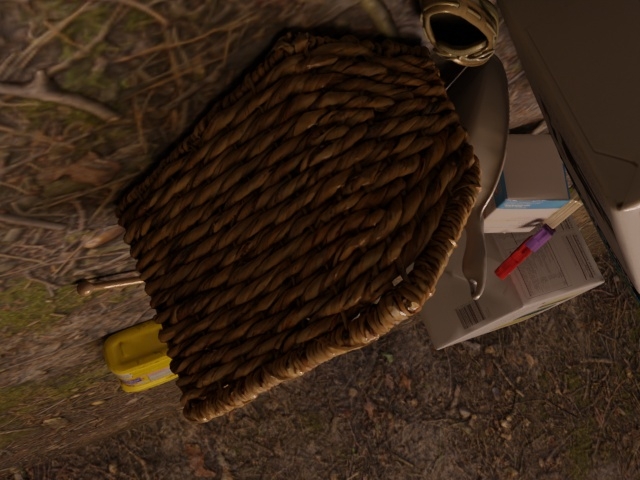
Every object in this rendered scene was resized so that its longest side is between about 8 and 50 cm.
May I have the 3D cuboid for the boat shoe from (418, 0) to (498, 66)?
[{"bbox_3d":[0.098,-0.155,0.573,0.056,0.048,0.153,2,170,15],"label":"boat shoe"}]

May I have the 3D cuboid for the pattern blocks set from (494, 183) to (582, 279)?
[{"bbox_3d":[0.387,-0.090,1.121,0.325,0.026,0.285,-42,171,-20],"label":"pattern blocks set"}]

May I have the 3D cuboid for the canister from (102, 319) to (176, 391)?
[{"bbox_3d":[-0.274,0.183,1.267,0.126,0.073,0.170,-20,165,-12],"label":"canister"}]

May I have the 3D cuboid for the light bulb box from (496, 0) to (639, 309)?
[{"bbox_3d":[0.371,-0.123,0.629,0.357,0.225,0.361,-26,152,16],"label":"light bulb box"}]

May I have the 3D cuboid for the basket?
[{"bbox_3d":[0.000,0.000,0.682,0.213,0.223,0.299,-8,159,-46],"label":"basket"}]

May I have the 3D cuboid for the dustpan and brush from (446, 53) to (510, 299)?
[{"bbox_3d":[0.133,-0.049,0.729,0.060,0.211,0.147,19,153,-13],"label":"dustpan and brush"}]

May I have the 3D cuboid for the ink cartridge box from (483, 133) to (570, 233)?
[{"bbox_3d":[0.249,-0.068,1.043,0.089,0.092,0.143,-1,161,-12],"label":"ink cartridge box"}]

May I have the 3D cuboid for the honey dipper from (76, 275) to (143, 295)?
[{"bbox_3d":[-0.210,0.047,0.941,0.160,0.031,0.030,-10,162,-36],"label":"honey dipper"}]

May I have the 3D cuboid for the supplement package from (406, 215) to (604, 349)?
[{"bbox_3d":[0.305,0.040,1.359,0.262,0.198,0.199,-9,161,-44],"label":"supplement package"}]
